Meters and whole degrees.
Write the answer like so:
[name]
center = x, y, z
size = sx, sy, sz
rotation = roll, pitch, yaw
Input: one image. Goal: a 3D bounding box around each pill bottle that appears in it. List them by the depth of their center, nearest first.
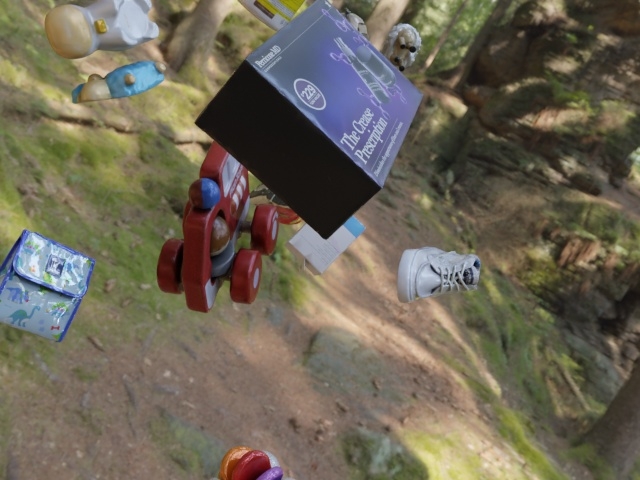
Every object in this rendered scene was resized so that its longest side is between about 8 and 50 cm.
[pill bottle]
center = -0.058, -0.516, 1.214
size = 0.117, 0.215, 0.117
rotation = 37, 17, -13

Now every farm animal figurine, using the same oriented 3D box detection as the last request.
[farm animal figurine]
center = 0.030, -0.381, 1.489
size = 0.330, 0.326, 0.172
rotation = 13, 30, -11

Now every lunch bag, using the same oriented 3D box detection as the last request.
[lunch bag]
center = -0.458, 0.074, 1.049
size = 0.129, 0.151, 0.096
rotation = 31, -15, -35

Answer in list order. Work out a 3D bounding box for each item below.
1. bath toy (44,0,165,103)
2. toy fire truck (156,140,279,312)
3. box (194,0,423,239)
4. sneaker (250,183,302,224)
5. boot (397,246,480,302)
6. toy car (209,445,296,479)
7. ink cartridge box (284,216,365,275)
[bath toy]
center = -0.336, -0.373, 0.891
size = 0.129, 0.348, 0.151
rotation = 3, 21, 35
[toy fire truck]
center = -0.181, -0.041, 1.120
size = 0.169, 0.302, 0.254
rotation = 8, -46, 8
[box]
center = 0.003, -0.152, 0.732
size = 0.184, 0.103, 0.261
rotation = 39, 36, -9
[sneaker]
center = -0.072, -0.091, 1.559
size = 0.118, 0.107, 0.279
rotation = 51, -18, -23
[boot]
center = 0.225, 0.058, 1.167
size = 0.123, 0.095, 0.258
rotation = 3, 11, 22
[toy car]
center = -0.115, 0.455, 1.174
size = 0.159, 0.136, 0.182
rotation = -22, 48, -41
[ink cartridge box]
center = 0.000, 0.000, 1.243
size = 0.090, 0.143, 0.092
rotation = 45, -10, -2
